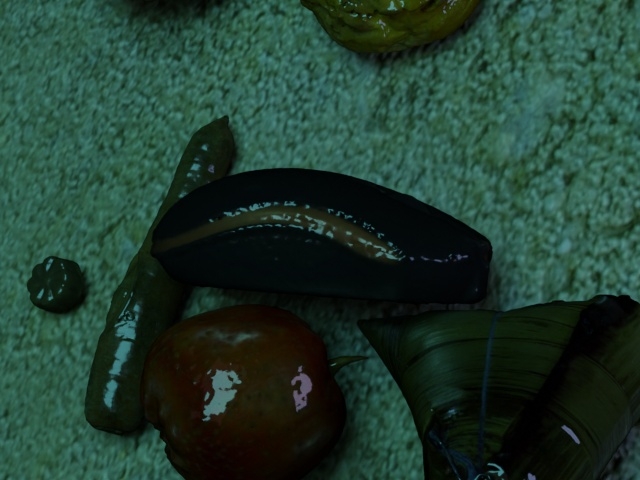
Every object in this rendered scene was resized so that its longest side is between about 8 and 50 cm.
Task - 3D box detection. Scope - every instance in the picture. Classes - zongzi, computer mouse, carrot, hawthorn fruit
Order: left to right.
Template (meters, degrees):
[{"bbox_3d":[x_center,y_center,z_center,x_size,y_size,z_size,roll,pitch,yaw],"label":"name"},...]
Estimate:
[{"bbox_3d":[-0.153,0.024,1.873,0.070,0.070,0.342,9,69,24],"label":"carrot"},{"bbox_3d":[-0.054,0.134,1.725,0.200,0.179,0.179,-27,60,-2],"label":"hawthorn fruit"},{"bbox_3d":[0.000,-0.005,1.761,0.323,0.183,0.116,4,97,21],"label":"computer mouse"},{"bbox_3d":[0.102,0.152,1.646,0.300,0.138,0.286,8,36,32],"label":"zongzi"}]

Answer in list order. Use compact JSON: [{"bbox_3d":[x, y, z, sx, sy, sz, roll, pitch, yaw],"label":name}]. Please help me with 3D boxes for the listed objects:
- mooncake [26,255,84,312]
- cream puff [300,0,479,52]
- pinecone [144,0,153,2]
[{"bbox_3d":[-0.380,0.135,1.917,0.150,0.057,0.347,28,72,42],"label":"mooncake"},{"bbox_3d":[0.062,-0.273,1.892,0.189,0.129,0.189,-8,61,15],"label":"cream puff"},{"bbox_3d":[-0.171,-0.346,1.979,0.207,0.208,0.208,-8,64,17],"label":"pinecone"}]
